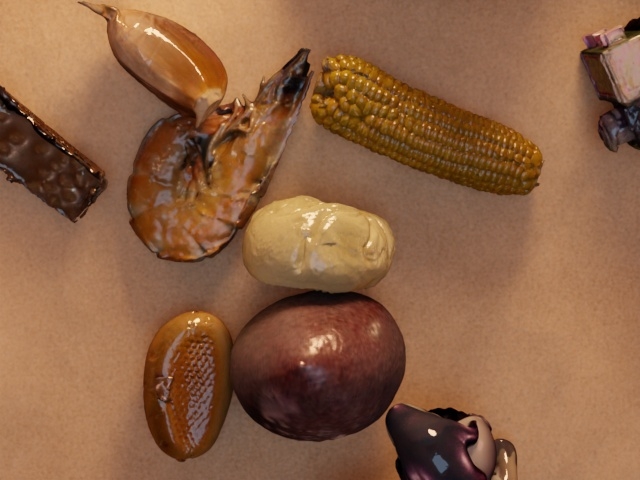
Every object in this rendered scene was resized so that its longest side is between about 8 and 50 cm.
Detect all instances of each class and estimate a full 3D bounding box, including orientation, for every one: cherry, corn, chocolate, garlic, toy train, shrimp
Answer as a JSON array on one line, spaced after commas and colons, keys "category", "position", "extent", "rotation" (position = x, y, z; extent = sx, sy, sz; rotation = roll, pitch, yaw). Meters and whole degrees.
[{"category": "cherry", "position": [-0.004, 0.151, 1.875], "extent": [0.213, 0.266, 0.183], "rotation": [-20, 82, 11]}, {"category": "corn", "position": [0.133, -0.131, 1.897], "extent": [0.313, 0.102, 0.102], "rotation": [24, 96, -7]}, {"category": "chocolate", "position": [-0.401, -0.152, 1.878], "extent": [0.329, 0.065, 0.102], "rotation": [39, 113, -7]}, {"category": "garlic", "position": [-0.196, -0.223, 1.847], "extent": [0.198, 0.128, 0.090], "rotation": [44, 101, -3]}, {"category": "toy train", "position": [0.452, -0.207, 1.890], "extent": [0.261, 0.134, 0.177], "rotation": [-24, 99, -1]}, {"category": "shrimp", "position": [-0.124, -0.118, 1.903], "extent": [0.164, 0.062, 0.317], "rotation": [34, 93, 0]}]

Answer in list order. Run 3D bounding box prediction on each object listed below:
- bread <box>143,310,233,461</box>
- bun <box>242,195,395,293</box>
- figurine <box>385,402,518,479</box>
[{"category": "bread", "position": [-0.166, 0.178, 1.933], "extent": [0.114, 0.077, 0.189], "rotation": [5, 97, -25]}, {"category": "bun", "position": [0.000, 0.000, 1.873], "extent": [0.188, 0.164, 0.111], "rotation": [4, 100, -4]}, {"category": "figurine", "position": [0.160, 0.281, 1.900], "extent": [0.145, 0.145, 0.222], "rotation": [-46, 131, 3]}]
